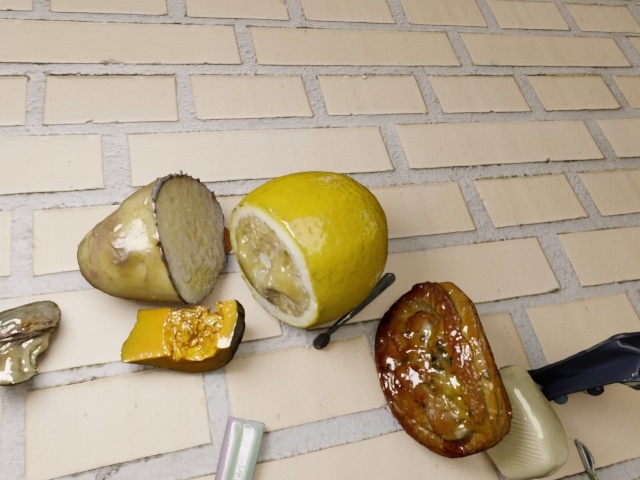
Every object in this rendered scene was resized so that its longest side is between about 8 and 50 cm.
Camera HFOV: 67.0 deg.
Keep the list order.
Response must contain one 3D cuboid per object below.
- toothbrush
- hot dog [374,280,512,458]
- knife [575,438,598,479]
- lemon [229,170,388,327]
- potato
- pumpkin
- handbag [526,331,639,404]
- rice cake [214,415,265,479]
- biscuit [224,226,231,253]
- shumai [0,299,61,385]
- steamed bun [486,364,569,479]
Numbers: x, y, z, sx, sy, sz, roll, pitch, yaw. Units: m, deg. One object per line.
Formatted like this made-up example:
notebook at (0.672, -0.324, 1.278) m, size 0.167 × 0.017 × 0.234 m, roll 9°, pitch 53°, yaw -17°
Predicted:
toothbrush at (0.092, 0.169, 1.201) m, size 0.297 × 0.031 × 0.030 m, roll -38°, pitch 102°, yaw -29°
hot dog at (0.263, 0.269, 1.069) m, size 0.174 × 0.267 × 0.387 m, roll 22°, pitch 45°, yaw -46°
knife at (0.640, 0.555, 1.124) m, size 0.026 × 0.022 × 0.184 m, roll -16°, pitch 64°, yaw 8°
lemon at (0.000, 0.000, 1.097) m, size 0.365 × 0.364 × 0.364 m, roll 6°, pitch 61°, yaw -10°
potato at (-0.383, 0.006, 1.070) m, size 0.237 × 0.289 × 0.300 m, roll -10°, pitch 86°, yaw 20°
pumpkin at (-0.280, 0.212, 1.043) m, size 0.248 × 0.126 × 0.130 m, roll -4°, pitch 61°, yaw 5°
handbag at (0.670, 0.289, 1.100) m, size 0.269 × 0.325 × 0.118 m, roll -8°, pitch 66°, yaw -17°
rice cake at (-0.172, 0.471, 0.965) m, size 0.080 × 0.042 × 0.221 m, roll 15°, pitch 60°, yaw -7°
biscuit at (-0.281, 0.000, 1.208) m, size 0.131 × 0.019 × 0.102 m, roll -16°, pitch 68°, yaw -21°
shumai at (-0.615, 0.210, 0.957) m, size 0.210 × 0.161 × 0.152 m, roll -21°, pitch 90°, yaw -46°
steamed bun at (0.447, 0.399, 1.088) m, size 0.153 × 0.170 × 0.238 m, roll -8°, pitch 61°, yaw -38°
